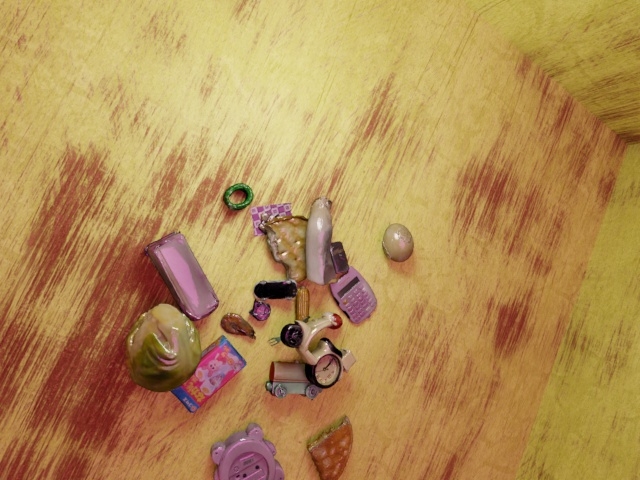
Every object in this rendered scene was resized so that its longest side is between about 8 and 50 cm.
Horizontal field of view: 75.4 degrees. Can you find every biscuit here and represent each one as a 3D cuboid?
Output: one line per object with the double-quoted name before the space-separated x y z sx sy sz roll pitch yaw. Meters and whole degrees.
"biscuit" -0.127 0.047 1.934 0.328 0.078 0.336 11 91 -30

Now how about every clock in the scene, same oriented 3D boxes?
"clock" -0.003 0.490 1.914 0.276 0.120 0.379 -38 111 -28
"clock" -0.336 1.020 1.875 0.295 0.113 0.323 -22 98 -20

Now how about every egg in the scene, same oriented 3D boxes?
"egg" 0.393 0.012 2.108 0.164 0.164 0.202 -12 95 -21

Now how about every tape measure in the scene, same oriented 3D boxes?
"tape measure" -0.276 0.324 1.902 0.094 0.054 0.091 28 83 -14

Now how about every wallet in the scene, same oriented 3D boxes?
"wallet" 0.089 0.083 2.038 0.082 0.018 0.157 -11 80 -14

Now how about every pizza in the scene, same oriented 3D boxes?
"pizza" 0.077 1.055 2.059 0.257 0.087 0.269 -25 102 -24

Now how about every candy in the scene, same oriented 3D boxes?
"candy" -0.491 0.575 1.802 0.305 0.100 0.157 -41 107 -17

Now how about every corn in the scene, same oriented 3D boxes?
"corn" -0.086 0.318 1.972 0.068 0.068 0.208 3 91 -22

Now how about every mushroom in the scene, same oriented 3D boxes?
"mushroom" 0.000 -0.001 1.898 0.177 0.125 0.398 -18 109 -61

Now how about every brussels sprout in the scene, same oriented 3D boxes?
"brussels sprout" -0.627 0.433 1.636 0.343 0.268 0.345 0 106 -1

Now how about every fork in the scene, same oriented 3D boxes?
"fork" -0.146 0.423 1.935 0.235 0.021 0.039 -34 108 3

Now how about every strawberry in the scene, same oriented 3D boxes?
"strawberry" 0.071 0.400 2.038 0.096 0.083 0.083 1 92 -54

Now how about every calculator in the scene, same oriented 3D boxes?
"calculator" 0.170 0.283 2.093 0.194 0.043 0.294 -40 109 -17

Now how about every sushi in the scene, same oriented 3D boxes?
"sushi" -0.215 -0.100 1.923 0.200 0.031 0.139 -10 95 -22

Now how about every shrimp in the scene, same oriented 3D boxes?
"shrimp" -0.366 0.395 1.879 0.190 0.042 0.101 39 98 -19

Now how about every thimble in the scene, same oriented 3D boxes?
"thimble" -0.363 -0.192 1.828 0.118 0.090 0.130 42 76 -16

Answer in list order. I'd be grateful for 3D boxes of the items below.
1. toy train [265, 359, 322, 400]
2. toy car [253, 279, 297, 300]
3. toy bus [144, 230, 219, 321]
"toy train" -0.120 0.654 1.958 0.285 0.116 0.177 10 76 -21
"toy car" -0.207 0.225 1.906 0.204 0.056 0.096 -2 106 3
"toy bus" -0.564 0.162 1.722 0.171 0.162 0.387 -30 103 -19
